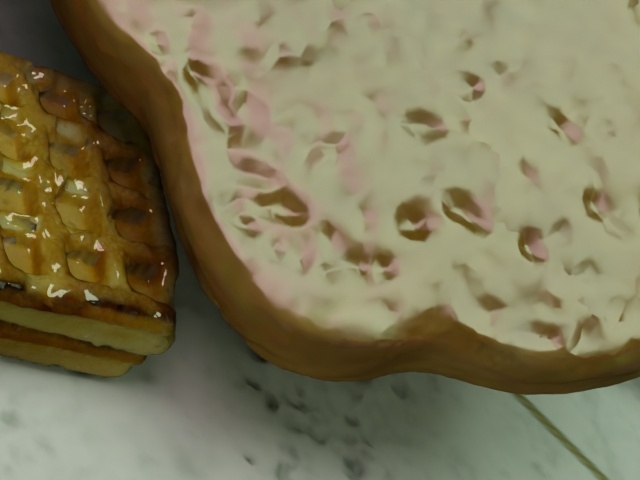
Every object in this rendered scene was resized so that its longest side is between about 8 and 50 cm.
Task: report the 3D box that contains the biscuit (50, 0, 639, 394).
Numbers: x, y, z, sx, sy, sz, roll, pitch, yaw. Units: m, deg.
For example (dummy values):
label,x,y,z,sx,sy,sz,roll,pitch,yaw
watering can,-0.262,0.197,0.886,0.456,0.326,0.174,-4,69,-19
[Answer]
label,x,y,z,sx,sy,sz,roll,pitch,yaw
biscuit,0.053,-0.124,0.594,0.312,0.057,0.351,-28,82,-19

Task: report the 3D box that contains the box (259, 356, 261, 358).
label,x,y,z,sx,sy,sz,roll,pitch,yaw
box,0.000,0.000,0.643,0.079,0.035,0.083,4,54,-44

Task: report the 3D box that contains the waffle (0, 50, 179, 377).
label,x,y,z,sx,sy,sz,roll,pitch,yaw
waffle,-0.116,-0.016,0.534,0.148,0.042,0.102,15,47,-37
